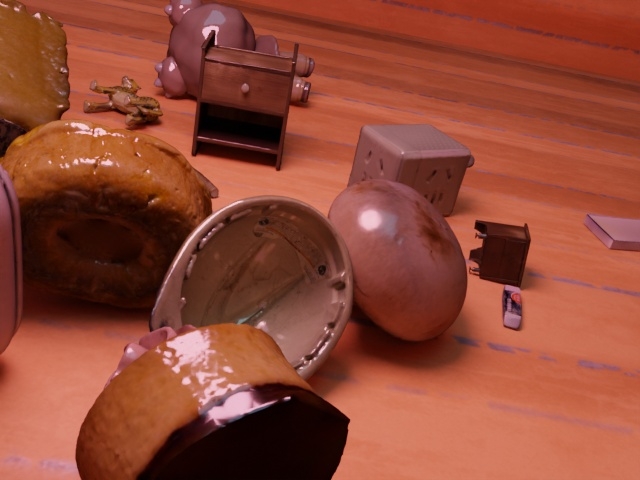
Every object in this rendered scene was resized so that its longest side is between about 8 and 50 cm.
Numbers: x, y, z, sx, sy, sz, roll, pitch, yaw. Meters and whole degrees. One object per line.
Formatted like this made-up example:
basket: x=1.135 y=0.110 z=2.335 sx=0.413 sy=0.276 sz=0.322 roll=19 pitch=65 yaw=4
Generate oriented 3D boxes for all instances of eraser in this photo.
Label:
eraser: x=0.283 y=0.096 z=0.982 sx=0.027 sy=0.019 sz=0.099 roll=16 pitch=28 yaw=8
eraser: x=0.605 y=-0.014 z=1.299 sx=0.150 sy=0.023 sz=0.104 roll=4 pitch=30 yaw=-14

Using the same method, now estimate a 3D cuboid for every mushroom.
mushroom: x=0.090 y=0.030 z=0.876 sx=0.226 sy=0.178 sz=0.226 roll=49 pitch=20 yaw=-24

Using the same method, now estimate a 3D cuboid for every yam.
yam: x=-0.212 y=-0.108 z=1.163 sx=0.021 sy=0.021 sz=0.116 roll=-12 pitch=38 yaw=-37

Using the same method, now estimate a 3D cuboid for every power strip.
power strip: x=0.183 y=-0.130 z=1.231 sx=0.224 sy=0.140 sz=0.139 roll=-6 pitch=33 yaw=-32

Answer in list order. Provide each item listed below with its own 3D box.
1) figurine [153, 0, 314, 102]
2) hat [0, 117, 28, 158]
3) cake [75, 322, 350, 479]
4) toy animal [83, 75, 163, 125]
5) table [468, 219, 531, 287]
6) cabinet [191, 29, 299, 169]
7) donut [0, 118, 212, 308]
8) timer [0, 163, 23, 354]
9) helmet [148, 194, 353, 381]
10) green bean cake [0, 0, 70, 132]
figurine: x=-0.194 y=-0.423 z=1.569 sx=0.380 sy=0.248 sz=0.203 roll=10 pitch=7 yaw=-28
hat: x=-0.465 y=-0.038 z=0.816 sx=0.265 sy=0.265 sz=0.128 roll=-14 pitch=74 yaw=-39
cake: x=-0.101 y=0.147 z=0.565 sx=0.207 sy=0.185 sz=0.178 roll=-24 pitch=44 yaw=-14
toy animal: x=-0.383 y=-0.285 z=1.373 sx=0.181 sy=0.073 sz=0.136 roll=22 pitch=23 yaw=25
table: x=0.284 y=0.017 z=1.063 sx=0.082 sy=0.083 sz=0.070 roll=9 pitch=25 yaw=8
cabinet: x=-0.144 y=-0.270 z=1.277 sx=0.174 sy=0.215 sz=0.148 roll=9 pitch=28 yaw=-5
donut: x=-0.256 y=-0.028 z=0.788 sx=0.261 sy=0.208 sz=0.128 roll=11 pitch=32 yaw=-23
timer: x=-0.395 y=-0.008 z=0.658 sx=0.237 sy=0.262 sz=0.087 roll=25 pitch=30 yaw=23
helmet: x=-0.091 y=0.077 z=0.759 sx=0.204 sy=0.137 sz=0.257 roll=48 pitch=58 yaw=-8
green bean cake: x=-0.570 y=-0.254 z=1.050 sx=0.285 sy=0.202 sz=0.310 roll=18 pitch=45 yaw=-35
